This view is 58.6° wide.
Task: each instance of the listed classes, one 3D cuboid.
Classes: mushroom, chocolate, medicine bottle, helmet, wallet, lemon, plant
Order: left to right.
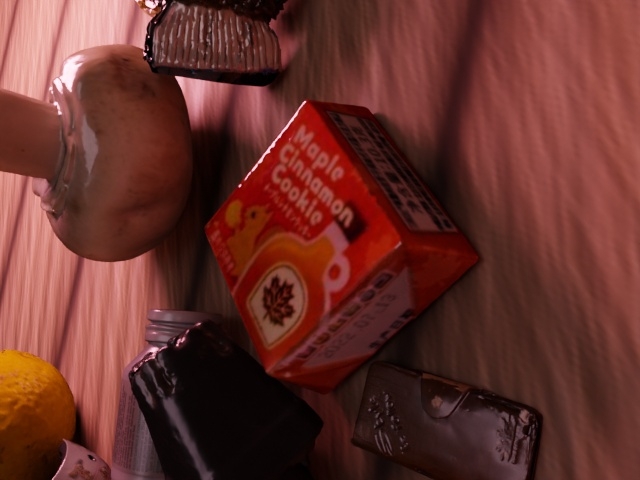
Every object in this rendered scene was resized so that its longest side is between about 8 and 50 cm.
[{"bbox_3d":[-0.535,0.306,0.924,0.310,0.258,0.258,-125,52,-82],"label":"lemon"},{"bbox_3d":[-0.354,-0.131,0.797,0.314,0.336,0.314,-20,65,52],"label":"mushroom"},{"bbox_3d":[-0.364,0.396,0.850,0.153,0.107,0.177,-95,20,-61],"label":"helmet"},{"bbox_3d":[-0.177,0.195,0.703,0.135,0.135,0.215,-4,79,43],"label":"medicine bottle"},{"bbox_3d":[-0.088,0.208,0.587,0.164,0.142,0.256,-25,94,55],"label":"plant"},{"bbox_3d":[0.000,0.000,0.600,0.235,0.108,0.237,-46,53,25],"label":"chocolate"},{"bbox_3d":[0.106,0.172,0.519,0.176,0.026,0.095,10,86,43],"label":"wallet"}]

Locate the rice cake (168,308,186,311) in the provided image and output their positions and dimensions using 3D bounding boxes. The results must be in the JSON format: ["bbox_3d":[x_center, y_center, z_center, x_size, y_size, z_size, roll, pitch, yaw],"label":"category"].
[{"bbox_3d":[-0.233,0.178,0.828,0.029,0.033,0.171,30,102,43],"label":"rice cake"}]

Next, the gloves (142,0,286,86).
[{"bbox_3d":[-0.116,-0.355,0.739,0.210,0.135,0.312,3,88,11],"label":"gloves"}]

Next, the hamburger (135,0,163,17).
[{"bbox_3d":[-0.245,-0.503,0.904,0.259,0.144,0.283,-17,60,39],"label":"hamburger"}]
